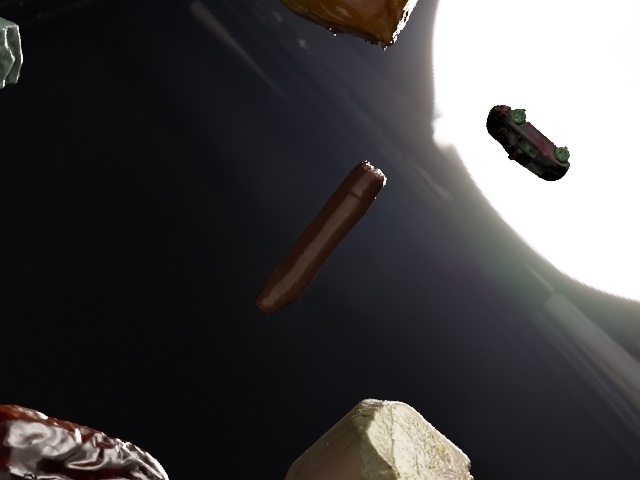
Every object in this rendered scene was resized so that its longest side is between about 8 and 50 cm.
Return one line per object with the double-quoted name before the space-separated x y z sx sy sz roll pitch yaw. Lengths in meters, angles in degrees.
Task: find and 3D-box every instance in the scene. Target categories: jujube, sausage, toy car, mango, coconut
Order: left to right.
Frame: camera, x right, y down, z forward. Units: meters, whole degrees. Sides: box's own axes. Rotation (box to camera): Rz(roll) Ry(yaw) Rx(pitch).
"jujube" -0.371 0.338 1.278 0.342 0.216 0.216 18 -134 -29
"sausage" 0.000 0.000 0.947 0.043 0.186 0.043 36 -166 -10
"mango" 0.017 -0.339 1.215 0.252 0.154 0.126 28 -96 24
"coconut" 0.084 0.448 1.584 0.298 0.309 0.297 29 -149 -20
"toy car" 0.289 -0.134 1.334 0.142 0.069 0.055 39 -108 -7

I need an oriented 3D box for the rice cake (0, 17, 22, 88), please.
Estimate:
"rice cake" -0.363 -0.195 0.884 0.207 0.069 0.063 22 -146 25
